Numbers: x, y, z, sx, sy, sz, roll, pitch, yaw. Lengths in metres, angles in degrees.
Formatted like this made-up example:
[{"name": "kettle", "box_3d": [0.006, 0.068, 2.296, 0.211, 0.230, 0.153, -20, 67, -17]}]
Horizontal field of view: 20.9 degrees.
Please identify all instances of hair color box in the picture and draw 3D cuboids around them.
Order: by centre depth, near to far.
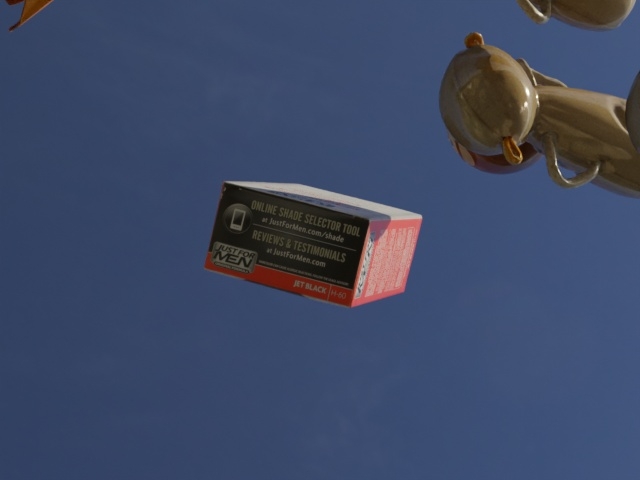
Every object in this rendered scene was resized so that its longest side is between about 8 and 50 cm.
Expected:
[{"name": "hair color box", "box_3d": [0.000, 0.000, 0.823, 0.072, 0.141, 0.043, 15, -86, 13]}]

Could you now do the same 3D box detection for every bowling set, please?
[{"name": "bowling set", "box_3d": [0.094, -0.089, 0.737, 0.154, 0.287, 0.200, 15, -43, -35]}]

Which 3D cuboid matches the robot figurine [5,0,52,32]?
[{"name": "robot figurine", "box_3d": [-0.259, -0.196, 1.241, 0.291, 0.211, 0.085, -38, -48, -5]}]
